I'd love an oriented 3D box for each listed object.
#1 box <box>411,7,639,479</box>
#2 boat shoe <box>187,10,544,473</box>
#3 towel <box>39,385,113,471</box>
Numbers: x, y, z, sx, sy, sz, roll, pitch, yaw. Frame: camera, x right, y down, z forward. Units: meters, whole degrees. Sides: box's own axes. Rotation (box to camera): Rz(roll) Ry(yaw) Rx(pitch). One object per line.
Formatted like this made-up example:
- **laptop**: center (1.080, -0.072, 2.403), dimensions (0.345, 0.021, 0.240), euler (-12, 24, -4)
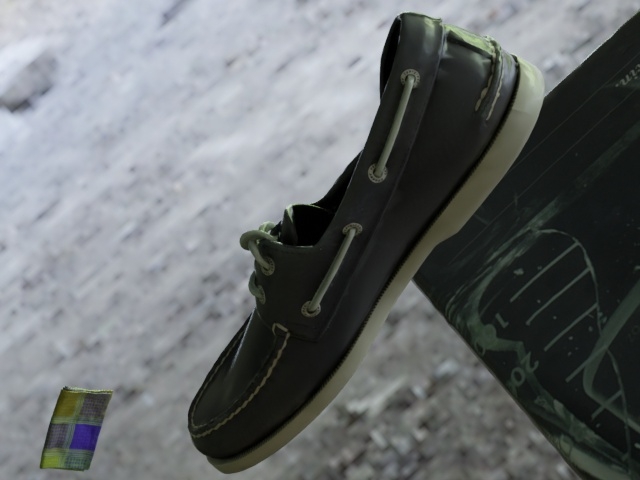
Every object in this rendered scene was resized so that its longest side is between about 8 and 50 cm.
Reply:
- **box**: center (0.373, 0.029, 1.190), dimensions (0.480, 0.297, 0.472), euler (-43, 36, 3)
- **boat shoe**: center (0.000, 0.000, 0.748), dimensions (0.206, 0.065, 0.075), euler (-52, 22, 19)
- **towel**: center (-0.225, 0.173, 1.792), dimensions (0.009, 0.060, 0.083), euler (26, 100, 44)
